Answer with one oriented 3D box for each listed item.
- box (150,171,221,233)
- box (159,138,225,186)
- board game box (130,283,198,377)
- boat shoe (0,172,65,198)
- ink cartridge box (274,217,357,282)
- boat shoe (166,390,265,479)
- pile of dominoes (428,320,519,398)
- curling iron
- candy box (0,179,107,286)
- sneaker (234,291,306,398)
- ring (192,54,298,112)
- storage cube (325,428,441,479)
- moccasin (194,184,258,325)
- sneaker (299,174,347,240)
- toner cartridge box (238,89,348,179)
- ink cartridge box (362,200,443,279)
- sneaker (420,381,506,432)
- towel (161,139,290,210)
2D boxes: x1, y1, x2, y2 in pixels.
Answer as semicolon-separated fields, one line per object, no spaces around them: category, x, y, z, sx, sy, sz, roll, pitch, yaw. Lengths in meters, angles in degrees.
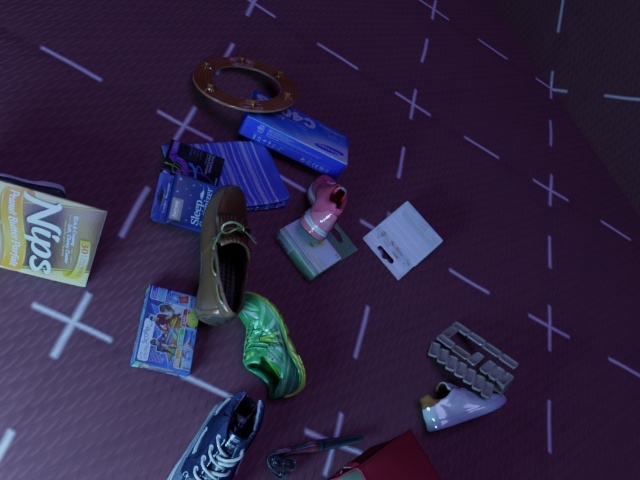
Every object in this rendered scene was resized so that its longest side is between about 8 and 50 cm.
box;-0.330;-0.091;1.676;0.225;0.036;0.137;16;75;-30
box;-0.355;-0.208;1.750;0.162;0.029;0.116;20;52;-18
board game box;-0.367;0.216;1.503;0.136;0.035;0.201;19;53;-21
boat shoe;-0.713;-0.103;1.461;0.227;0.081;0.069;5;55;-32
ink cartridge box;0.000;0.000;1.858;0.235;0.056;0.171;-31;80;-39
boat shoe;-0.231;0.474;1.339;0.127;0.158;0.341;31;49;-11
pile of dominoes;0.449;0.363;1.873;0.195;0.040;0.251;-26;48;-38
curling iron;-0.010;0.517;1.532;0.273;0.035;0.068;-6;69;-34
candy box;-0.660;-0.022;1.396;0.316;0.087;0.183;17;81;-21
sneaker;-0.142;0.258;1.566;0.123;0.109;0.296;-19;73;-43
ring;-0.232;-0.502;1.971;0.336;0.032;0.337;11;40;-9
storage cube;0.155;0.597;1.486;0.193;0.184;0.215;-22;73;-41
moccasin;-0.232;0.022;1.586;0.139;0.146;0.380;34;48;-36
sneaker;0.035;-0.120;1.862;0.116;0.136;0.314;39;28;-18
toner cartridge box;-0.078;-0.335;1.987;0.347;0.075;0.165;24;40;-17
ink cartridge box;0.261;0.003;2.034;0.224;0.056;0.181;-39;85;-23
sneaker;0.410;0.450;1.787;0.289;0.106;0.123;-6;67;-33
towel;-0.267;-0.190;1.823;0.335;0.040;0.243;-10;66;-36
